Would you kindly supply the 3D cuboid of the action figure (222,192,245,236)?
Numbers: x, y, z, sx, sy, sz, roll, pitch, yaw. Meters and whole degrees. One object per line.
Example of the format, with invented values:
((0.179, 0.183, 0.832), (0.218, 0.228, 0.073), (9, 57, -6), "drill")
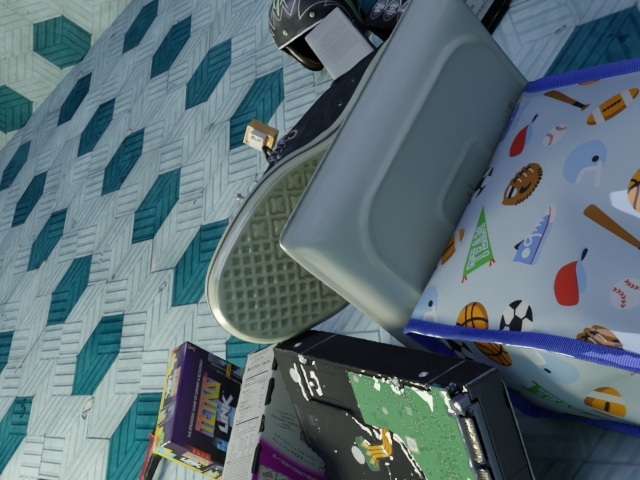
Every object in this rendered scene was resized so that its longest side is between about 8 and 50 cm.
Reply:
((-0.122, -0.029, 1.769), (0.232, 0.063, 0.137), (-146, 74, -89), "action figure")

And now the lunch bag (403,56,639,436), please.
((0.313, 0.009, 0.993), (0.385, 0.239, 0.328), (-7, 54, 63), "lunch bag")

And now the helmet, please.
((-0.012, -0.399, 1.945), (0.169, 0.161, 0.169), (-37, 35, 32), "helmet")

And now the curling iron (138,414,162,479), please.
((-0.275, 0.334, 1.773), (0.068, 0.035, 0.274), (-14, 51, 51), "curling iron")

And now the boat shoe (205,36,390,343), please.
((0.018, -0.069, 1.347), (0.156, 0.187, 0.500), (-20, 31, 56), "boat shoe")

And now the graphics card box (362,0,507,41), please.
((0.239, -0.460, 1.695), (0.371, 0.094, 0.233), (-58, 29, 1), "graphics card box")

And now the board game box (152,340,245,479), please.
((-0.162, 0.250, 1.574), (0.048, 0.141, 0.170), (-34, 38, 37), "board game box")

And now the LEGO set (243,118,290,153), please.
((0.026, -0.153, 1.684), (0.287, 0.132, 0.107), (14, 67, 36), "LEGO set")

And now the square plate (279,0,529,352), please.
((0.153, -0.050, 1.156), (0.049, 0.347, 0.344), (10, 66, 50), "square plate")

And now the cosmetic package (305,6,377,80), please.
((0.063, -0.283, 1.762), (0.085, 0.117, 0.231), (-43, 33, 9), "cosmetic package")

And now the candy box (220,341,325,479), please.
((-0.034, 0.265, 1.347), (0.071, 0.159, 0.233), (-25, 42, 42), "candy box")

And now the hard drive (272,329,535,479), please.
((0.091, 0.223, 1.143), (0.064, 0.237, 0.339), (-27, 15, -28), "hard drive")
